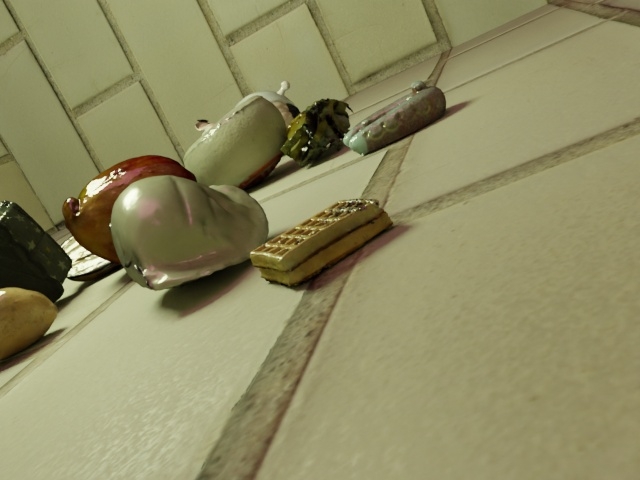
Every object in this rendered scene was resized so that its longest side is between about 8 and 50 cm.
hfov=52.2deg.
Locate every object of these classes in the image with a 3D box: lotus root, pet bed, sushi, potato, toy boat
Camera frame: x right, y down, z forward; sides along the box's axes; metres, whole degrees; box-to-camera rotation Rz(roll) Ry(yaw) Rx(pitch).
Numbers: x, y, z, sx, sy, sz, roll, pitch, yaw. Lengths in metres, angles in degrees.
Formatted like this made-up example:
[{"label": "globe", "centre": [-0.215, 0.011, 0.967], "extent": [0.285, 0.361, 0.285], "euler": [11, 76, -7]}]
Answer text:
[{"label": "lotus root", "centre": [-0.429, -0.007, 1.479], "extent": [0.329, 0.078, 0.167], "euler": [-27, 49, -11]}, {"label": "pet bed", "centre": [-0.631, 0.057, 1.292], "extent": [0.183, 0.211, 0.159], "euler": [-28, 28, 15]}, {"label": "sushi", "centre": [-0.012, -0.262, 1.611], "extent": [0.139, 0.131, 0.291], "euler": [-45, 10, 31]}, {"label": "potato", "centre": [-0.508, 0.135, 1.062], "extent": [0.147, 0.112, 0.112], "euler": [-40, 18, -23]}, {"label": "toy boat", "centre": [0.151, -0.260, 1.358], "extent": [0.227, 0.085, 0.155], "euler": [-26, 13, 1]}]

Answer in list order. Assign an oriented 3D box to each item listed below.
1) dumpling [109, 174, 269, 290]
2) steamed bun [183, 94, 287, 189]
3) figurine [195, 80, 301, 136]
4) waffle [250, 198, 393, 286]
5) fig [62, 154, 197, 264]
[{"label": "dumpling", "centre": [-0.187, -0.006, 0.961], "extent": [0.227, 0.243, 0.175], "euler": [-12, -31, -17]}, {"label": "steamed bun", "centre": [-0.201, -0.225, 1.667], "extent": [0.283, 0.177, 0.283], "euler": [-38, 7, 6]}, {"label": "figurine", "centre": [-0.228, -0.346, 2.083], "extent": [0.361, 0.211, 0.253], "euler": [-15, 12, 30]}, {"label": "waffle", "centre": [0.000, 0.000, 0.760], "extent": [0.148, 0.042, 0.102], "euler": [-31, 15, -22]}, {"label": "fig", "centre": [-0.366, -0.057, 1.305], "extent": [0.263, 0.224, 0.224], "euler": [-36, 16, -23]}]
